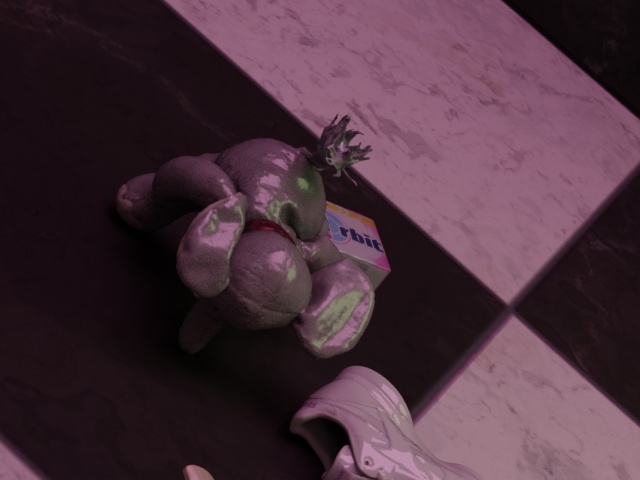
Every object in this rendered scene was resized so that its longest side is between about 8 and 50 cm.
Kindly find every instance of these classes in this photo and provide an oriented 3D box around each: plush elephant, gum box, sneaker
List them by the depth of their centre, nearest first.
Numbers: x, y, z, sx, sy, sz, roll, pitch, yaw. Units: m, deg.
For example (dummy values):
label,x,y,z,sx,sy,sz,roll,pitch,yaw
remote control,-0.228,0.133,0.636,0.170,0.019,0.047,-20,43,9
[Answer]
label,x,y,z,sx,sy,sz,roll,pitch,yaw
sneaker,0.086,0.286,2.191,0.305,0.114,0.152,44,42,19
plush elephant,-0.081,0.024,2.213,0.272,0.330,0.255,37,46,-19
gum box,0.000,0.000,2.526,0.188,0.062,0.107,22,33,-29

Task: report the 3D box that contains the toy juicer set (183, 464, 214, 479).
label,x,y,z,sx,sy,sz,roll,pitch,yaw
toy juicer set,-0.024,0.373,1.944,0.329,0.089,0.209,25,46,-35
